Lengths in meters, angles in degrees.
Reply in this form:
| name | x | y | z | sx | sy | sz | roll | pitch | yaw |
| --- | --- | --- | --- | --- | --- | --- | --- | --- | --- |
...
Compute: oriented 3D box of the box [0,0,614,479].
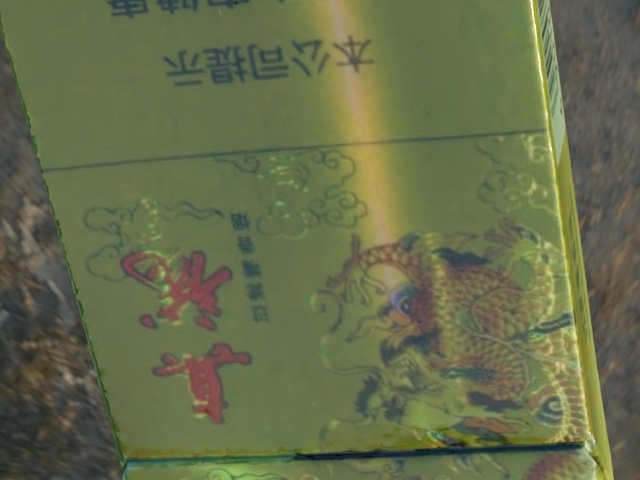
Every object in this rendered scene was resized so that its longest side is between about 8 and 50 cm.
| name | x | y | z | sx | sy | sz | roll | pitch | yaw |
| --- | --- | --- | --- | --- | --- | --- | --- | --- | --- |
| box | 0.000 | 0.000 | 0.625 | 0.173 | 0.043 | 0.311 | -3 | 119 | 14 |
